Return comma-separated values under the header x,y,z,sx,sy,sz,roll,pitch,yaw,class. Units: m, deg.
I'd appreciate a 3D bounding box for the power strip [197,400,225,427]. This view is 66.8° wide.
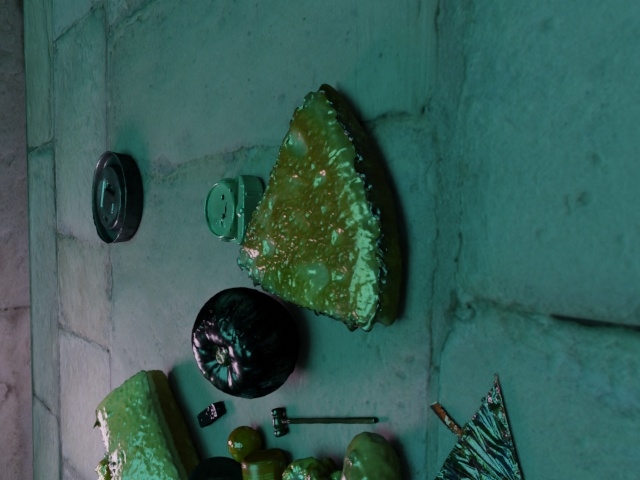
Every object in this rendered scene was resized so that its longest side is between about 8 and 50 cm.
x,y,z,sx,sy,sz,roll,pitch,yaw,class
-0.283,0.451,1.258,0.111,0.029,0.038,-44,62,41,power strip

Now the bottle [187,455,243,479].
x,y,z,sx,sy,sz,roll,pitch,yaw,class
-0.257,0.668,1.143,0.144,0.144,0.336,42,129,37,bottle

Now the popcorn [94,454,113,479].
x,y,z,sx,sy,sz,roll,pitch,yaw,class
-0.572,0.725,1.449,0.184,0.204,0.221,-66,22,1,popcorn

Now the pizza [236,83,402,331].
x,y,z,sx,sy,sz,roll,pitch,yaw,class
0.020,-0.013,0.889,0.392,0.080,0.435,46,124,35,pizza

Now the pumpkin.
x,y,z,sx,sy,sz,roll,pitch,yaw,class
-0.155,0.207,0.999,0.233,0.163,0.233,10,110,30,pumpkin

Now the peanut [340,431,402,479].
x,y,z,sx,sy,sz,roll,pitch,yaw,class
0.098,0.455,0.803,0.101,0.117,0.263,-35,68,63,peanut

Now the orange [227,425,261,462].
x,y,z,sx,sy,sz,roll,pitch,yaw,class
-0.173,0.466,1.114,0.083,0.070,0.083,24,125,41,orange

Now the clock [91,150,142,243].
x,y,z,sx,sy,sz,roll,pitch,yaw,class
-0.689,-0.144,1.634,0.312,0.061,0.312,2,93,46,clock

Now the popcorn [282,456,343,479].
x,y,z,sx,sy,sz,roll,pitch,yaw,class
-0.010,0.482,0.916,0.135,0.162,0.141,52,161,-12,popcorn

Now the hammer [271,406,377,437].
x,y,z,sx,sy,sz,roll,pitch,yaw,class
0.000,0.360,0.963,0.292,0.029,0.058,-20,79,43,hammer

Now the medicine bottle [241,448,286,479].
x,y,z,sx,sy,sz,roll,pitch,yaw,class
-0.110,0.555,1.033,0.096,0.096,0.192,-14,82,46,medicine bottle

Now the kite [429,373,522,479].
x,y,z,sx,sy,sz,roll,pitch,yaw,class
0.235,0.309,0.724,0.189,0.009,0.232,43,120,38,kite

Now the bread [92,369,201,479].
x,y,z,sx,sy,sz,roll,pitch,yaw,class
-0.485,0.572,1.343,0.236,0.165,0.375,-38,60,9,bread

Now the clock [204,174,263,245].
x,y,z,sx,sy,sz,roll,pitch,yaw,class
-0.215,-0.069,1.141,0.211,0.066,0.159,2,93,47,clock
